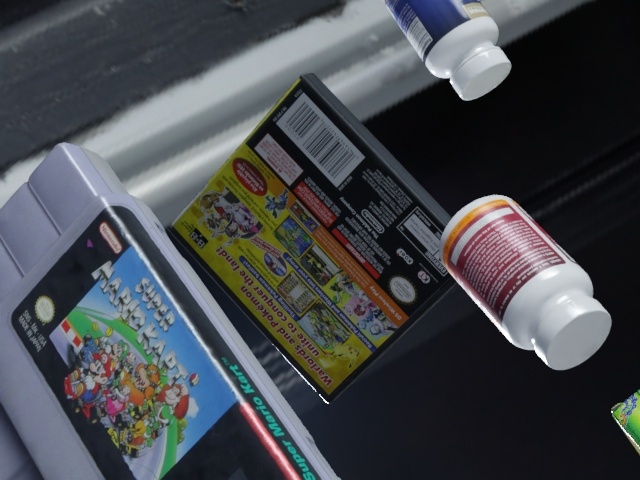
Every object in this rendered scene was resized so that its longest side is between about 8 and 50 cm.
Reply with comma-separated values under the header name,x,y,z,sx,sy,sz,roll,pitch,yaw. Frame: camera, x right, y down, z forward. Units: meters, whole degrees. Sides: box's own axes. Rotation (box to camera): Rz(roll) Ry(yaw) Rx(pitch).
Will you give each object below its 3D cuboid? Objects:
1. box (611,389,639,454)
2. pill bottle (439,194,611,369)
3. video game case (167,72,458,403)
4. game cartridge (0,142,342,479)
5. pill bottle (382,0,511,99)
name,x,y,z,sx,sy,sz,roll,pitch,yaw
box,0.512,0.218,1.273,0.290,0.279,0.177,-36,-63,4
pill bottle,0.173,0.036,1.039,0.086,0.152,0.086,-19,-45,-20
video game case,0.000,0.000,1.345,0.248,0.275,0.035,-46,-8,23
game cartridge,-0.127,0.134,0.720,0.230,0.355,0.068,-48,-29,18
pill bottle,0.149,-0.251,1.436,0.094,0.169,0.094,-28,-18,-10
